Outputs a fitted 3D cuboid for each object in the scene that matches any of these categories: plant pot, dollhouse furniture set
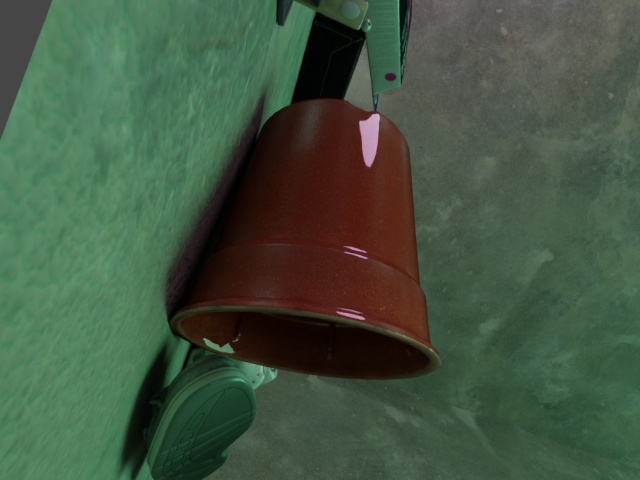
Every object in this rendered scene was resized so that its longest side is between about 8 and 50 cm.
[{"bbox_3d":[0.000,0.000,0.482,0.272,0.273,0.265,120,-19,-62],"label":"plant pot"},{"bbox_3d":[0.022,-0.240,0.343,0.091,0.081,0.114,146,-36,-81],"label":"dollhouse furniture set"}]

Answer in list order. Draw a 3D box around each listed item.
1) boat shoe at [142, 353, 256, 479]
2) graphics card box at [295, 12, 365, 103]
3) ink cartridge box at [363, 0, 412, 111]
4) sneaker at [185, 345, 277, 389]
[{"bbox_3d":[-0.162,0.221,0.503,0.118,0.103,0.320,-19,149,-32],"label":"boat shoe"},{"bbox_3d":[0.045,-0.417,0.845,0.232,0.094,0.370,115,-6,-53],"label":"graphics card box"},{"bbox_3d":[0.114,-0.395,0.682,0.371,0.069,0.175,65,33,-68],"label":"ink cartridge box"},{"bbox_3d":[-0.126,0.157,0.664,0.122,0.146,0.330,-85,-165,-76],"label":"sneaker"}]
